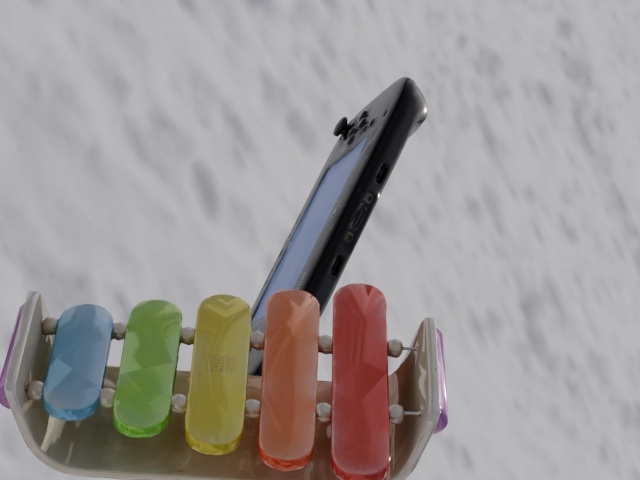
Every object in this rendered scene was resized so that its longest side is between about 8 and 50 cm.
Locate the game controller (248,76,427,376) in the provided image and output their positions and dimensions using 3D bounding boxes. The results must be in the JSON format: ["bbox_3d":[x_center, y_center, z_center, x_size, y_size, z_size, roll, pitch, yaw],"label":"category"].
[{"bbox_3d":[0.000,0.000,1.566,0.067,0.166,0.319,27,66,-3],"label":"game controller"}]

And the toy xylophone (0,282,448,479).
[{"bbox_3d":[-0.065,0.127,1.260,0.236,0.323,0.081,-101,-168,-52],"label":"toy xylophone"}]
